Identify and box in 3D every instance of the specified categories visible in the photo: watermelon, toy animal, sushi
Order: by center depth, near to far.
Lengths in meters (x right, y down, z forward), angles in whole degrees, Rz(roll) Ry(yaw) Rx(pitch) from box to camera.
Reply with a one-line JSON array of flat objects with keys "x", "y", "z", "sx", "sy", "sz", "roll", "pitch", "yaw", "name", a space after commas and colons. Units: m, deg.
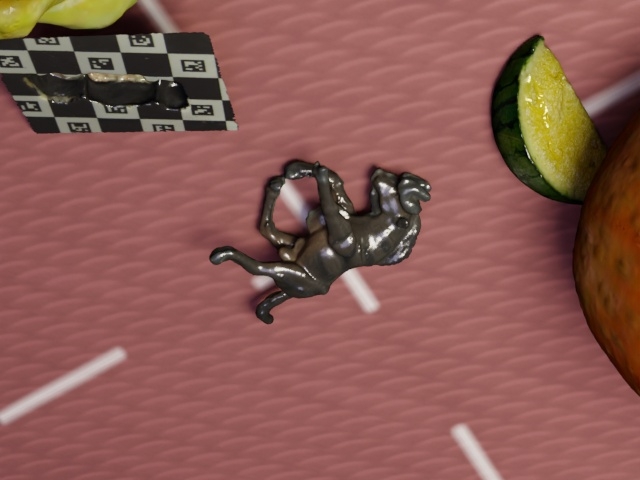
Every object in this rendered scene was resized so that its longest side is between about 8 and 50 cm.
[{"x": -0.195, "y": -0.169, "z": 1.354, "sx": 0.215, "sy": 0.051, "sz": 0.192, "roll": -1, "pitch": 157, "yaw": 6, "name": "sushi"}, {"x": 0.215, "y": -0.098, "z": 1.384, "sx": 0.092, "sy": 0.075, "sz": 0.181, "roll": -46, "pitch": 112, "yaw": -23, "name": "watermelon"}, {"x": 0.000, "y": 0.000, "z": 1.425, "sx": 0.232, "sy": 0.084, "sz": 0.148, "roll": -40, "pitch": 108, "yaw": 18, "name": "toy animal"}]

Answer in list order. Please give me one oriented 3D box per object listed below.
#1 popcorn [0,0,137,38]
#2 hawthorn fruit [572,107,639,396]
[{"x": -0.289, "y": -0.309, "z": 1.181, "sx": 0.335, "sy": 0.279, "sz": 0.274, "roll": 52, "pitch": 147, "yaw": 20, "name": "popcorn"}, {"x": 0.420, "y": 0.032, "z": 1.235, "sx": 0.402, "sy": 0.403, "sz": 0.403, "roll": 2, "pitch": 117, "yaw": 4, "name": "hawthorn fruit"}]
